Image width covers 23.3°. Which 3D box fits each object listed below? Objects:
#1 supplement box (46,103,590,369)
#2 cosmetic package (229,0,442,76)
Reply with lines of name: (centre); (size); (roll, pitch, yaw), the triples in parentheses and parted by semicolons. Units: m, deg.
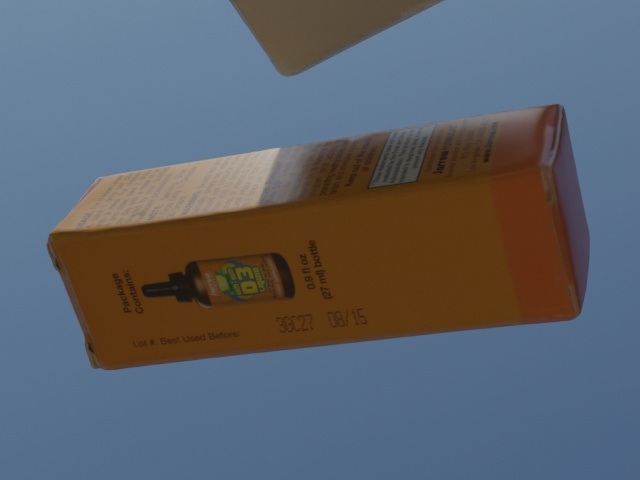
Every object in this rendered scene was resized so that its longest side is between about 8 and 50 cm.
supplement box: (0.000, 0.000, 0.707); (0.233, 0.080, 0.078); (-8, -63, 16)
cosmetic package: (-0.063, -0.328, 0.699); (0.161, 0.453, 0.230); (-24, -147, 18)
